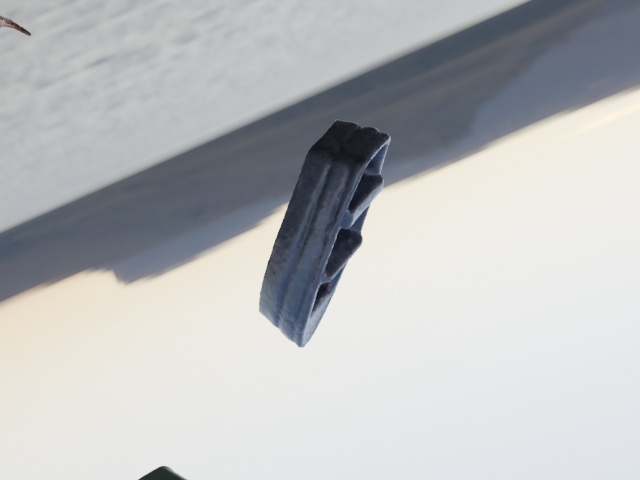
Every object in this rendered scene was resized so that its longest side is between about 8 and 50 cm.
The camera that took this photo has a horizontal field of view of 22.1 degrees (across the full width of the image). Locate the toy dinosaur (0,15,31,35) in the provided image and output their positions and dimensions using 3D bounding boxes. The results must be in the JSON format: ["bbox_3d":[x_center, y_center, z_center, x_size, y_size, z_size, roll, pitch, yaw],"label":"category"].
[{"bbox_3d":[-0.432,-0.274,1.972,0.057,0.212,0.142,-34,-143,36],"label":"toy dinosaur"}]

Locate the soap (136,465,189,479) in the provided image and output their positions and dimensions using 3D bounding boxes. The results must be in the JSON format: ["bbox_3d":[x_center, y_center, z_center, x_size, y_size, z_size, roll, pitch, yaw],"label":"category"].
[{"bbox_3d":[-0.107,0.315,1.450,0.160,0.087,0.265,-32,-142,-32],"label":"soap"}]

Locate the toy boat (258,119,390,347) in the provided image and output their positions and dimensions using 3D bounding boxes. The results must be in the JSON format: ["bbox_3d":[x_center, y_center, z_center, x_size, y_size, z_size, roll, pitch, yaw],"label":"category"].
[{"bbox_3d":[0.000,0.000,1.808,0.127,0.078,0.283,-53,166,-54],"label":"toy boat"}]
